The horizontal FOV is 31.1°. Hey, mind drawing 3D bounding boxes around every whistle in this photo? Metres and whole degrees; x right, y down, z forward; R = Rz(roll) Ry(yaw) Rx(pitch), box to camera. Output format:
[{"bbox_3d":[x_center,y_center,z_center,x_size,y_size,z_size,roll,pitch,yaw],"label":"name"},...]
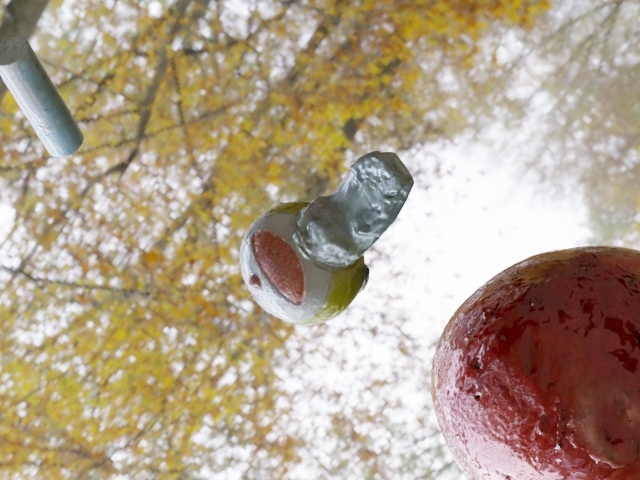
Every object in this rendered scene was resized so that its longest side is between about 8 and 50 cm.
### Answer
[{"bbox_3d":[0.000,0.000,1.038,0.123,0.223,0.123,22,-134,-24],"label":"whistle"}]

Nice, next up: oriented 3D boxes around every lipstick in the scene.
[{"bbox_3d":[-0.322,-0.162,1.317,0.158,0.048,0.048,69,-178,-52],"label":"lipstick"}]

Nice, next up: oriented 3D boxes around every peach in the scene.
[{"bbox_3d":[0.299,0.158,1.266,0.370,0.370,0.370,26,-144,-20],"label":"peach"}]
